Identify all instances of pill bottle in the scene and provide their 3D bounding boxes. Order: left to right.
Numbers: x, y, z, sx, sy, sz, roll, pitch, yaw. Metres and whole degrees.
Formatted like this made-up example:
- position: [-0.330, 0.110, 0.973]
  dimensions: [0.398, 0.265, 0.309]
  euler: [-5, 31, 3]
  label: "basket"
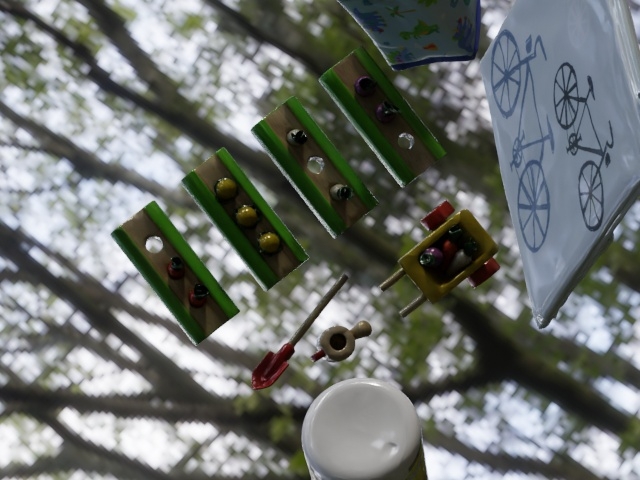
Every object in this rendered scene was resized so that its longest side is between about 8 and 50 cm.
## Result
- position: [0.049, 0.231, 1.863]
  dimensions: [0.117, 0.117, 0.215]
  euler: [-41, -26, -15]
  label: "pill bottle"

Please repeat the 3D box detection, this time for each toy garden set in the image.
- position: [0.000, 0.000, 1.402]
  dimensions: [0.244, 0.204, 0.049]
  euler: [-38, 0, -9]
  label: "toy garden set"

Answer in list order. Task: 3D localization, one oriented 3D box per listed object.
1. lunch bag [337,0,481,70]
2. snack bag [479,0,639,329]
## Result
- position: [0.071, -0.233, 1.492]
  dimensions: [0.129, 0.096, 0.151]
  euler: [44, -131, -54]
  label: "lunch bag"
- position: [0.236, -0.132, 1.751]
  dimensions: [0.037, 0.323, 0.342]
  euler: [-1, -29, -14]
  label: "snack bag"
